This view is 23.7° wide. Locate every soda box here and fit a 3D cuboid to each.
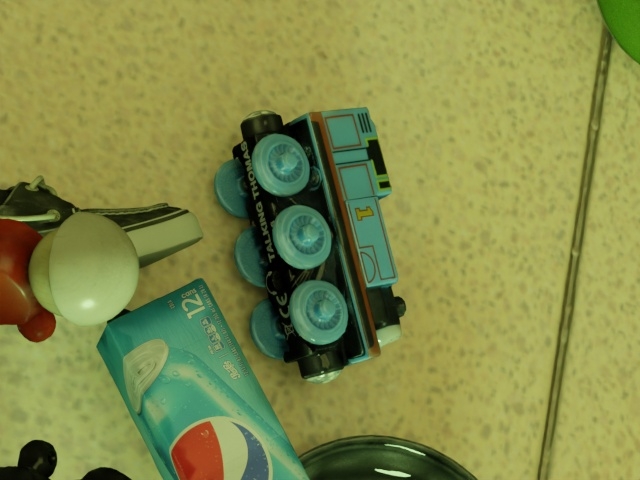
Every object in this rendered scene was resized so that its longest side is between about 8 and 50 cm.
[{"bbox_3d":[-0.056,0.133,0.907,0.067,0.071,0.210,-26,82,-19],"label":"soda box"}]

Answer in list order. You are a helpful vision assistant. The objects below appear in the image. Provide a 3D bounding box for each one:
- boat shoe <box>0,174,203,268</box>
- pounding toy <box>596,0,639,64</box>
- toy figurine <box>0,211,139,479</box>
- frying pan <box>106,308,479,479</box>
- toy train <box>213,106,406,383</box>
[{"bbox_3d":[-0.177,-0.003,0.919,0.219,0.078,0.070,-12,84,-26],"label":"boat shoe"},{"bbox_3d":[0.281,-0.217,1.134,0.237,0.110,0.183,35,100,-6],"label":"pounding toy"},{"bbox_3d":[-0.188,0.082,0.751,0.209,0.148,0.213,5,84,-63],"label":"toy figurine"},{"bbox_3d":[-0.022,0.196,0.959,0.326,0.053,0.197,24,66,-6],"label":"frying pan"},{"bbox_3d":[0.000,0.000,1.006,0.105,0.080,0.184,-10,81,-34],"label":"toy train"}]
